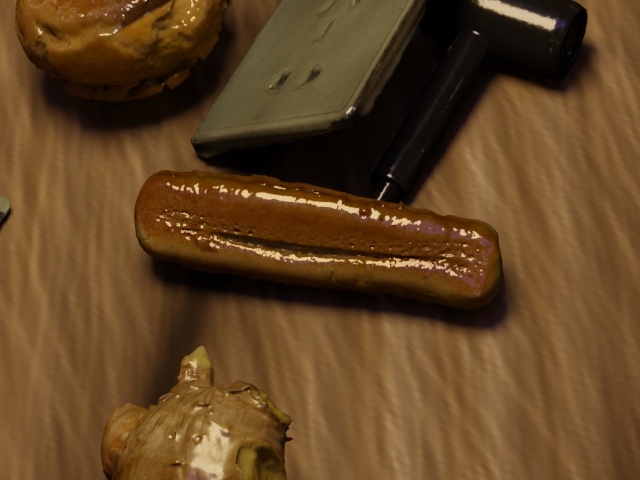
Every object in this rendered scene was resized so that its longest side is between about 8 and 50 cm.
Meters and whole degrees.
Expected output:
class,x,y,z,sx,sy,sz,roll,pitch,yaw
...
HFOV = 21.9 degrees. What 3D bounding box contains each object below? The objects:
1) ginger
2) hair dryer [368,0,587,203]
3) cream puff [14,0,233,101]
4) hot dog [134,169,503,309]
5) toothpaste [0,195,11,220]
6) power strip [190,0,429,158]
class,x,y,z,sx,sy,sz,roll,pitch,yaw
ginger,-0.088,0.170,1.112,0.157,0.102,0.216,-15,53,30
hair dryer,0.111,-0.107,1.326,0.128,0.070,0.255,20,66,20
cream puff,-0.158,-0.194,1.376,0.189,0.129,0.189,-8,56,12
hot dog,-0.001,0.001,1.247,0.286,0.061,0.087,14,83,13
toothpaste,-0.358,-0.040,1.345,0.216,0.037,0.062,16,57,14
power strip,0.014,-0.144,1.337,0.198,0.064,0.213,-6,45,49
